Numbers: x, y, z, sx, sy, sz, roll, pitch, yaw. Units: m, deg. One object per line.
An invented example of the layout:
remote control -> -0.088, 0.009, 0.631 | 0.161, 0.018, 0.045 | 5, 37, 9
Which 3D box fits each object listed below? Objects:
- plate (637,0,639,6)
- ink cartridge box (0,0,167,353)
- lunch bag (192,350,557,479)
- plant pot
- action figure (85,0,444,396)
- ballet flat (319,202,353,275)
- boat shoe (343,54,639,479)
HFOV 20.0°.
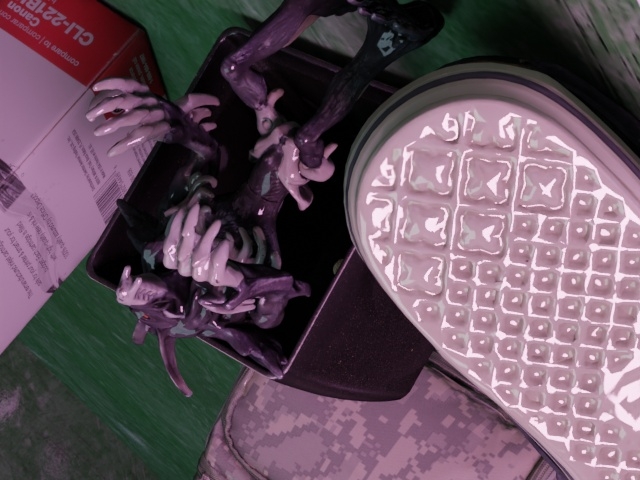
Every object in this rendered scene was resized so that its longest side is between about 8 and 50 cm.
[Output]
plate -> 0.259, -0.032, 0.698 | 0.278, 0.045, 0.277 | 24, 160, 42
ink cartridge box -> -0.245, -0.045, 1.391 | 0.114, 0.273, 0.197 | 34, 164, 17
lunch bag -> 0.053, 0.201, 1.490 | 0.305, 0.256, 0.212 | 31, -162, 23
plant pot -> 0.000, 0.000, 1.166 | 0.187, 0.188, 0.167 | 26, 174, 39
action figure -> -0.055, -0.035, 0.994 | 0.141, 0.276, 0.164 | 7, -149, -49
ballet flat -> -0.012, -0.020, 1.322 | 0.206, 0.073, 0.067 | 17, 139, 46
boat shoe -> 0.200, 0.097, 0.950 | 0.500, 0.187, 0.156 | 49, -161, -14
